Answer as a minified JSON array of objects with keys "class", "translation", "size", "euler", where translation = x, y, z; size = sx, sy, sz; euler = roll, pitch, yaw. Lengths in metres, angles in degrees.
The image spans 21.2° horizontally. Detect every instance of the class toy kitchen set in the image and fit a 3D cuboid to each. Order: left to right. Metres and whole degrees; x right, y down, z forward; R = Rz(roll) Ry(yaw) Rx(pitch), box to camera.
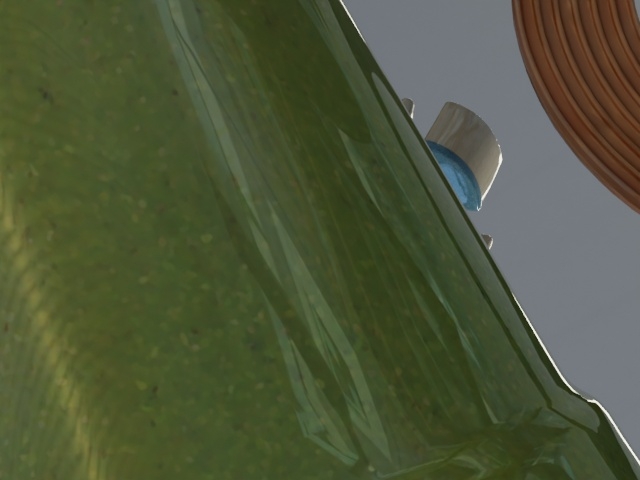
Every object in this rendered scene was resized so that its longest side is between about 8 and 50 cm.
[{"class":"toy kitchen set","translation":[0.000,0.000,1.097],"size":[0.207,0.166,0.122],"euler":[10,-147,16]}]

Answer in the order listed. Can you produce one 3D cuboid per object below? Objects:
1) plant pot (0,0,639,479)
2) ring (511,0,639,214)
[{"class":"plant pot","translation":[-0.053,0.026,0.528],"size":[0.276,0.254,0.276],"euler":[-22,176,-2]},{"class":"ring","translation":[0.261,-0.118,0.831],"size":[0.336,0.032,0.337],"euler":[-1,-120,2]}]
